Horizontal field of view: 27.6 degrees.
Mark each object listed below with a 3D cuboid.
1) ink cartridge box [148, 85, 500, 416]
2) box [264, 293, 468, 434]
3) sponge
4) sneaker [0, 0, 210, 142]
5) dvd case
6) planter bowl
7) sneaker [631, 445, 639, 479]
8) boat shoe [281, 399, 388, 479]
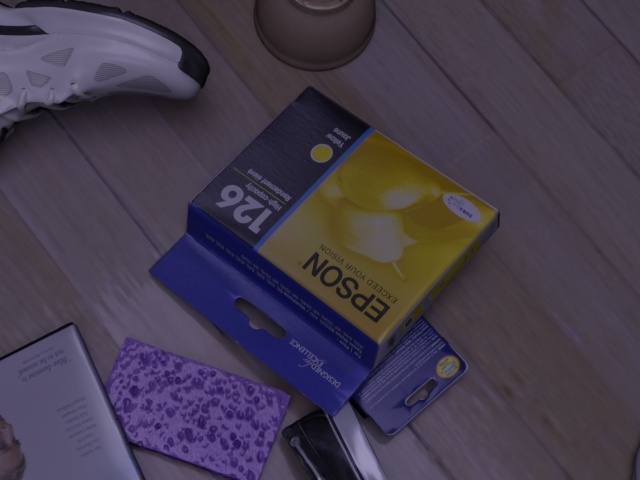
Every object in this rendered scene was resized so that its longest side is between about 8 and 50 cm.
[{"bbox_3d":[0.000,0.000,1.549,0.304,0.072,0.307,36,69,21],"label":"ink cartridge box"},{"bbox_3d":[0.055,0.114,1.566,0.136,0.036,0.225,-39,77,-15],"label":"box"},{"bbox_3d":[-0.152,0.201,1.525,0.210,0.031,0.117,19,71,2],"label":"sponge"},{"bbox_3d":[-0.368,-0.156,1.580,0.448,0.169,0.257,9,80,7],"label":"sneaker"},{"bbox_3d":[-0.312,0.244,1.485,0.180,0.022,0.253,-27,76,0],"label":"dvd case"},{"bbox_3d":[-0.003,-0.314,1.666,0.162,0.109,0.162,2,71,-5],"label":"planter bowl"},{"bbox_3d":[0.418,0.315,1.466,0.101,0.153,0.268,9,71,-2],"label":"sneaker"},{"bbox_3d":[0.048,0.329,1.457,0.105,0.113,0.306,-25,73,-5],"label":"boat shoe"}]
